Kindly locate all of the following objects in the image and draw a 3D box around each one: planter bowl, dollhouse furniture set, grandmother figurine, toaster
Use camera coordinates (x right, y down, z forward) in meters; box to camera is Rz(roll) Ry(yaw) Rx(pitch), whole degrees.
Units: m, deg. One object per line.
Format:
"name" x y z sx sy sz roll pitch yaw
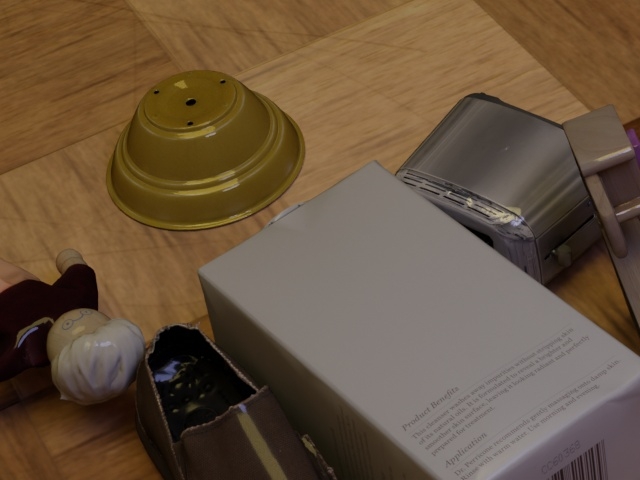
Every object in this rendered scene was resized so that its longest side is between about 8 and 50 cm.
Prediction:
"planter bowl" -0.129 -0.116 2.044 0.217 0.090 0.217 -6 43 5
"dollhouse furniture set" 0.405 0.003 1.651 0.303 0.286 0.198 -21 42 6
"grandmother figurine" -0.297 0.071 1.854 0.342 0.104 0.208 20 59 40
"toaster" 0.168 -0.045 1.874 0.227 0.129 0.146 26 56 32

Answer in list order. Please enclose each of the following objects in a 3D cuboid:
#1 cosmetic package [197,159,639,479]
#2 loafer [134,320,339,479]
"cosmetic package" 0.089 0.114 1.702 0.217 0.156 0.385 -31 44 -20
"loafer" -0.069 0.200 1.658 0.134 0.130 0.366 -30 45 -19
